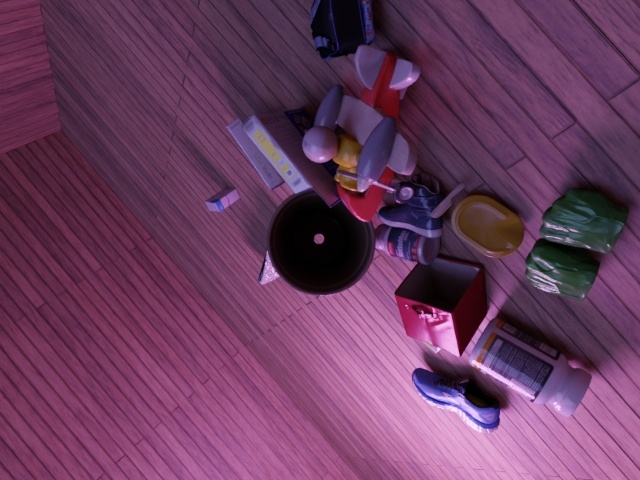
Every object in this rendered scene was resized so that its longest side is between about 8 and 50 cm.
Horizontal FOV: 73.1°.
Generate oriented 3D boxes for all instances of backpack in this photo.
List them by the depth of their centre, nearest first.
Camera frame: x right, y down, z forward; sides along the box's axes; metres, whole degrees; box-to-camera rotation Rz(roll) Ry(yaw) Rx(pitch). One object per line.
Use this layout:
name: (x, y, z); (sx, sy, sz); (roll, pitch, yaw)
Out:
backpack: (0.041, -0.511, 1.017); (0.173, 0.117, 0.158); (-140, 37, -72)

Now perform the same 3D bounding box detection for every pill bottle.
pill bottle: (0.574, 0.349, 1.197); (0.279, 0.162, 0.162); (30, 142, 28)
pill bottle: (0.251, 0.003, 1.285); (0.180, 0.108, 0.107); (13, 132, 43)

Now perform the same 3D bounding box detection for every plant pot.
plant pot: (0.000, 0.000, 1.395); (0.323, 0.323, 0.280); (51, 180, -1)

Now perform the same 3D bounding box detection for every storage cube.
storage cube: (0.353, 0.185, 1.255); (0.184, 0.215, 0.193); (15, 139, 41)

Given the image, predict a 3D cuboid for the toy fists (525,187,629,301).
toy fists: (0.551, 0.009, 0.957); (0.142, 0.096, 0.279); (20, 136, 23)

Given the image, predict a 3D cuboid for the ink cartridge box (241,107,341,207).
ink cartridge box: (-0.039, -0.233, 1.228); (0.072, 0.303, 0.307); (-35, 93, 27)

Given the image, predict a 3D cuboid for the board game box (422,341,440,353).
board game box: (0.400, 0.305, 1.464); (0.092, 0.043, 0.181); (39, 145, 17)

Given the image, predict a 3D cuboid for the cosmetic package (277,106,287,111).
cosmetic package: (-0.105, -0.299, 1.401); (0.231, 0.117, 0.085); (55, 146, -10)

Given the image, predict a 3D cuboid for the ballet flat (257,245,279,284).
ballet flat: (-0.185, 0.083, 1.864); (0.147, 0.147, 0.408); (42, 146, 13)

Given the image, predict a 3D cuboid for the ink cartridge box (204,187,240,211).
ink cartridge box: (-0.428, -0.179, 1.889); (0.089, 0.122, 0.052); (11, 134, 45)

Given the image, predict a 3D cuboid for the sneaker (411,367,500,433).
sneaker: (0.486, 0.534, 1.543); (0.330, 0.130, 0.147); (21, 123, 32)

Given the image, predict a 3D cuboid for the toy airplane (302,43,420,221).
toy airplane: (0.090, -0.263, 1.031); (0.386, 0.273, 0.384); (129, 130, -73)

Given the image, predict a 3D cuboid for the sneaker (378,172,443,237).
sneaker: (0.247, -0.112, 1.206); (0.226, 0.086, 0.163); (21, 129, 49)

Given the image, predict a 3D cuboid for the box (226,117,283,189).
box: (-0.207, -0.277, 1.444); (0.232, 0.059, 0.322); (55, 179, -7)

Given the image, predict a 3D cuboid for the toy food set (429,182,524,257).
toy food set: (0.407, -0.053, 1.094); (0.218, 0.071, 0.128); (38, 116, 11)
